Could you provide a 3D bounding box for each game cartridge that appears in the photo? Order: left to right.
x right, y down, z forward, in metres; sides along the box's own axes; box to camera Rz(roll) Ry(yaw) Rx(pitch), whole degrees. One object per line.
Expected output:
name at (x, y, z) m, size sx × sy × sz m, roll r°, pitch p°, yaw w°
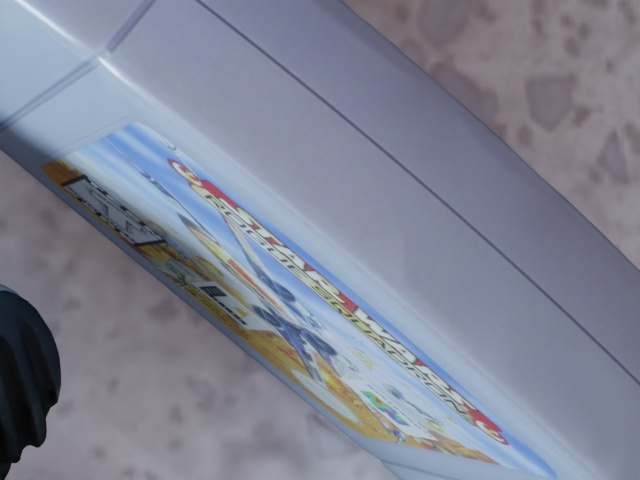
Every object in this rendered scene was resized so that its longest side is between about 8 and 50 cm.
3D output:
game cartridge at (0.000, 0.000, 0.467) m, size 0.297 × 0.198 × 0.062 m, roll 41°, pitch 80°, yaw -13°

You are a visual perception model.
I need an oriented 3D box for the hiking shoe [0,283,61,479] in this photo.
hiking shoe at (-0.209, 0.109, 0.473) m, size 0.132 × 0.113 × 0.304 m, roll 39°, pitch 86°, yaw 17°
